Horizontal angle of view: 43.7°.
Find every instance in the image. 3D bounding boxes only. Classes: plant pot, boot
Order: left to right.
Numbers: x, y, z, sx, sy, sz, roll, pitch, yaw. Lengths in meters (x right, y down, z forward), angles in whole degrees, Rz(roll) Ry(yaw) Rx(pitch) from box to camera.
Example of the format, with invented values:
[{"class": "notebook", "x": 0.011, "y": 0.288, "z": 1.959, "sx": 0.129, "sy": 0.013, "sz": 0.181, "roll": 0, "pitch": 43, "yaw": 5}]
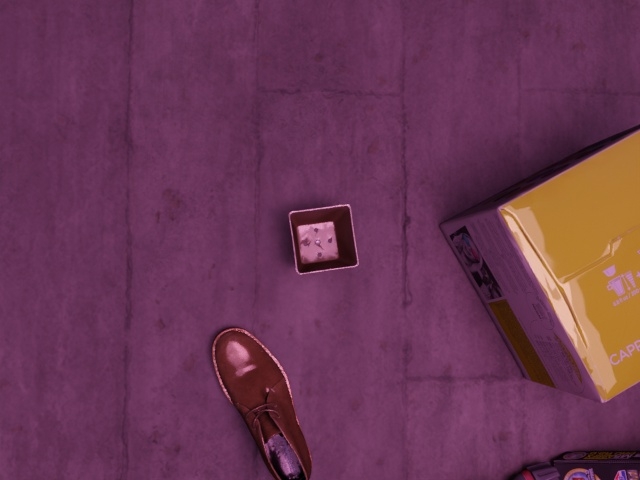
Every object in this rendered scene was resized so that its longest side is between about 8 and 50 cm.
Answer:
[{"class": "boot", "x": -0.094, "y": 0.288, "z": 1.377, "sx": 0.112, "sy": 0.115, "sz": 0.305, "roll": -27, "pitch": 89, "yaw": -6}, {"class": "plant pot", "x": 0.000, "y": 0.000, "z": 1.414, "sx": 0.109, "sy": 0.096, "sz": 0.109, "roll": -8, "pitch": 88, "yaw": -7}]

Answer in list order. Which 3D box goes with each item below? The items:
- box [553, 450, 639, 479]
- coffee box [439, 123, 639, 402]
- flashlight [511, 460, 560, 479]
[{"class": "box", "x": 0.546, "y": 0.506, "z": 1.394, "sx": 0.060, "sy": 0.216, "sz": 0.270, "roll": -11, "pitch": 87, "yaw": -47}, {"class": "coffee box", "x": 0.463, "y": 0.029, "z": 1.347, "sx": 0.337, "sy": 0.334, "sz": 0.338, "roll": -28, "pitch": 90, "yaw": -7}, {"class": "flashlight", "x": 0.284, "y": 0.485, "z": 1.420, "sx": 0.304, "sy": 0.103, "sz": 0.103, "roll": -15, "pitch": 126, "yaw": -4}]
